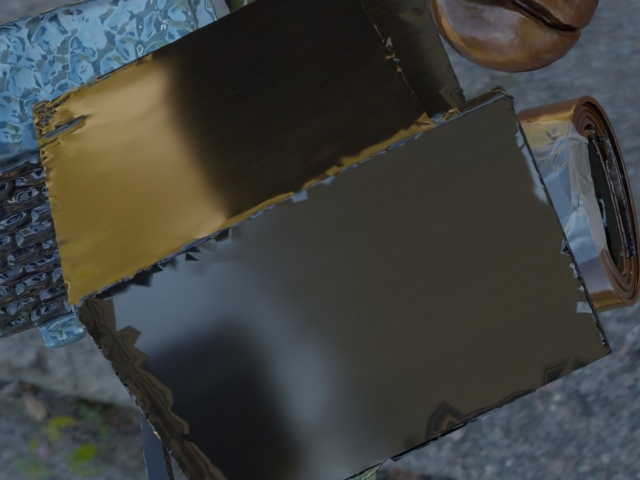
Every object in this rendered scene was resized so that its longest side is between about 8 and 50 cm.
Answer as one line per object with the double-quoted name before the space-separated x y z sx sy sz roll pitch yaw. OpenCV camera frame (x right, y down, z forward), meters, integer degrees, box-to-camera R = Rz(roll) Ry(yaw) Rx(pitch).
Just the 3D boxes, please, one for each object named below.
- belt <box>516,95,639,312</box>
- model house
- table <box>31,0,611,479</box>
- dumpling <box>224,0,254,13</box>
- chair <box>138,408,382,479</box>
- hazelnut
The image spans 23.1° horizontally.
"belt" 0.305 -0.039 1.882 0.105 0.184 0.262 -12 90 31
"model house" -0.239 -0.079 1.698 0.339 0.360 0.297 71 163 -2
"table" 0.000 0.000 0.719 0.193 0.169 0.172 -27 127 2
"dumpling" -0.057 -0.281 1.800 0.086 0.332 0.166 -13 92 7
"chair" -0.028 0.221 1.284 0.186 0.160 0.319 -19 76 12
"hazelnut" 0.142 -0.207 1.194 0.143 0.143 0.154 18 81 25
